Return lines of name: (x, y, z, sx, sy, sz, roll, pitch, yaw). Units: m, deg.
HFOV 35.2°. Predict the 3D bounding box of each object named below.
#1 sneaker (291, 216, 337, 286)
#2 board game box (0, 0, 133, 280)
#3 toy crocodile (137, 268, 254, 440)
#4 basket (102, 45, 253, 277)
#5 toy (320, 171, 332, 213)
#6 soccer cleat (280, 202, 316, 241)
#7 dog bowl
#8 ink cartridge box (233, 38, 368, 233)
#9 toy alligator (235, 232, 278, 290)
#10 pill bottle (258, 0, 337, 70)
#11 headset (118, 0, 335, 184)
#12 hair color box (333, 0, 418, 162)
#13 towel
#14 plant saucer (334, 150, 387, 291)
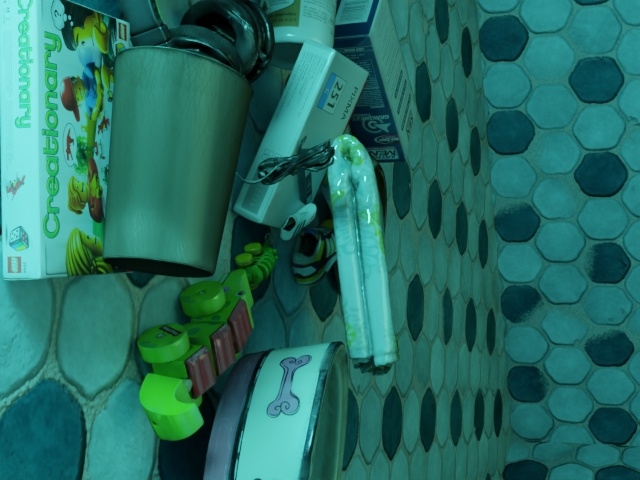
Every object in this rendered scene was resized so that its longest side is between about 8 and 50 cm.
sneaker: (0.000, 0.000, 1.858, 0.185, 0.070, 0.084, -63, 150, -46)
board game box: (-0.281, -0.111, 1.133, 0.193, 0.053, 0.305, -3, 92, -70)
toy crocodile: (-0.158, 0.145, 1.383, 0.340, 0.105, 0.115, -54, 139, -59)
basket: (-0.169, -0.078, 1.156, 0.204, 0.154, 0.226, 37, 58, -72)
toy: (-0.007, -0.156, 1.867, 0.237, 0.056, 0.137, 67, 33, -65)
soccer cleat: (-0.035, -0.033, 1.629, 0.083, 0.029, 0.035, -46, 153, -22)
dog bowl: (-0.061, 0.342, 1.476, 0.408, 0.150, 0.408, 6, 90, -82)
ink cartridge box: (-0.005, -0.157, 1.683, 0.261, 0.066, 0.296, 14, 101, -64)
toy alligator: (-0.093, 0.031, 1.640, 0.189, 0.051, 0.056, -54, 139, -59)
pill bottle: (-0.037, -0.415, 1.696, 0.131, 0.131, 0.229, 37, 55, -65)
headset: (-0.126, -0.252, 1.373, 0.394, 0.185, 0.243, 66, 29, -24)
hair color box: (0.112, -0.344, 2.133, 0.347, 0.105, 0.174, 68, 29, -44)
towel: (0.075, 0.038, 1.701, 0.320, 0.090, 0.374, 74, 9, -80)
plant saucer: (0.089, -0.038, 2.086, 0.310, 0.050, 0.310, 7, 90, -74)
